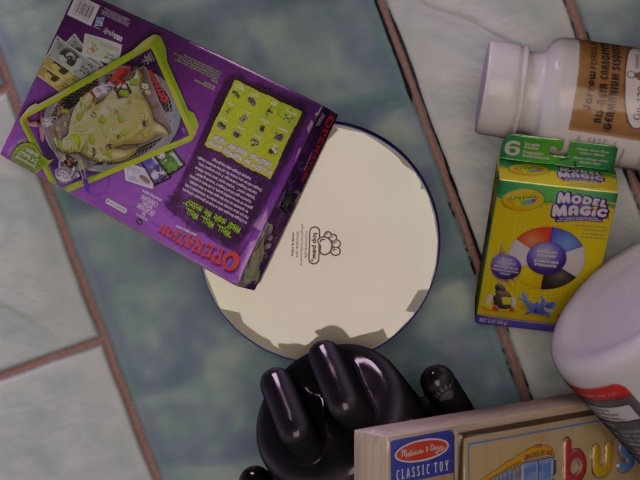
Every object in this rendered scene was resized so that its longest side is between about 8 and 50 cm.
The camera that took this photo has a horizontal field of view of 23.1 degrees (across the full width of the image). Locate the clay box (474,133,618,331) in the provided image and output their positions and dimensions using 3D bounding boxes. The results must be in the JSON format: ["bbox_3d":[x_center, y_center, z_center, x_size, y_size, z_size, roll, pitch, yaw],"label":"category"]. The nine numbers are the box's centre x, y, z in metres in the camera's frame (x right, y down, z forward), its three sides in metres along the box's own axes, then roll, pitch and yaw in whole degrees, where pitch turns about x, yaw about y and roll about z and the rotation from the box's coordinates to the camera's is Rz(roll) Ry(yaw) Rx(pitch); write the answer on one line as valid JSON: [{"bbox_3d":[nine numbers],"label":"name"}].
[{"bbox_3d":[0.242,-0.004,1.684,0.127,0.053,0.222,6,126,2],"label":"clay box"}]

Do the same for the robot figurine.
[{"bbox_3d":[0.038,0.216,1.654,0.209,0.278,0.174,3,60,30],"label":"robot figurine"}]

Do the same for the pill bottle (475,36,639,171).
[{"bbox_3d":[0.287,-0.149,1.685,0.229,0.131,0.131,9,94,2],"label":"pill bottle"}]

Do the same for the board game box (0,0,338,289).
[{"bbox_3d":[-0.169,-0.113,1.678,0.346,0.056,0.208,28,91,26],"label":"board game box"}]

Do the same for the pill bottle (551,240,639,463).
[{"bbox_3d":[0.424,0.180,1.631,0.210,0.210,0.363,-41,108,4],"label":"pill bottle"}]

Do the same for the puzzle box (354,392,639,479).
[{"bbox_3d":[0.202,0.305,1.628,0.409,0.052,0.272,-4,95,-40],"label":"puzzle box"}]

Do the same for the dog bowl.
[{"bbox_3d":[0.000,0.000,1.719,0.264,0.104,0.265,0,94,2],"label":"dog bowl"}]
